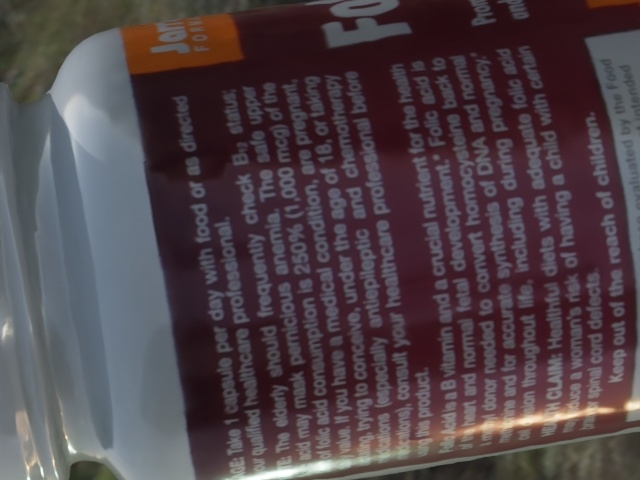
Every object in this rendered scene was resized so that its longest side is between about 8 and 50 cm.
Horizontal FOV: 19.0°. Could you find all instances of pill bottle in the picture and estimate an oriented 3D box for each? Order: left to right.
[{"bbox_3d":[0.000,0.000,0.890,0.224,0.392,0.224,172,90,-84],"label":"pill bottle"}]
